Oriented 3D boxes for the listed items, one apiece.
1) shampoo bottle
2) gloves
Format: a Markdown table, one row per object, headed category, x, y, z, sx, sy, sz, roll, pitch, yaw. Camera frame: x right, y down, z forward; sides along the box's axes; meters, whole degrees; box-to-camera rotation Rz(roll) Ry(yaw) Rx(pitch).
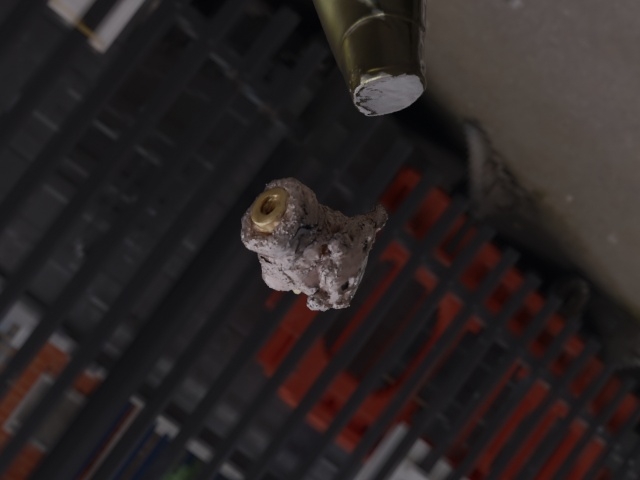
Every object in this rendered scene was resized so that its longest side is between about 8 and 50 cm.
| category | x | y | z | sx | sy | sz | roll | pitch | yaw |
| --- | --- | --- | --- | --- | --- | --- | --- | --- | --- |
| shampoo bottle | 0.036 | -0.283 | 1.407 | 0.084 | 0.126 | 0.350 | 46 | -149 | -63 |
| gloves | -0.007 | 0.005 | 1.399 | 0.144 | 0.110 | 0.094 | 15 | -168 | -41 |
